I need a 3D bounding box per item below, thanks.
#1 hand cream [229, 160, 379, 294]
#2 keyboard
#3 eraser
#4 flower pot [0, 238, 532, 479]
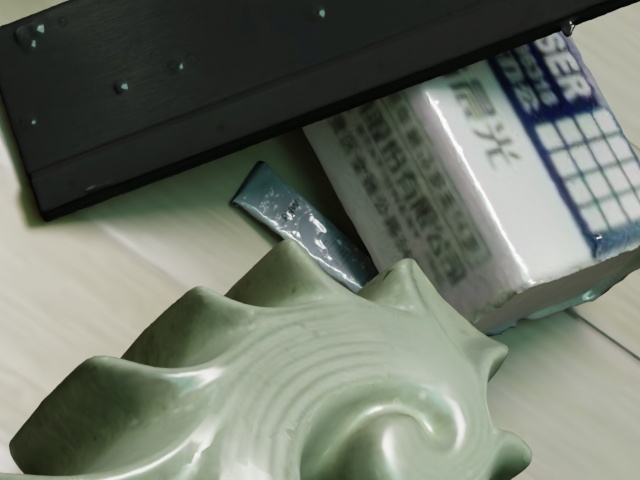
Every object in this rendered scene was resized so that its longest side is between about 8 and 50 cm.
[{"bbox_3d":[0.000,0.000,0.929,0.093,0.019,0.030,42,56,-4],"label":"hand cream"},{"bbox_3d":[0.006,-0.101,0.870,0.310,0.018,0.101,-21,78,5],"label":"keyboard"},{"bbox_3d":[0.047,-0.096,0.943,0.130,0.086,0.287,-16,74,-40],"label":"eraser"},{"bbox_3d":[0.023,0.193,0.780,0.254,0.164,0.367,-34,87,-38],"label":"flower pot"}]
